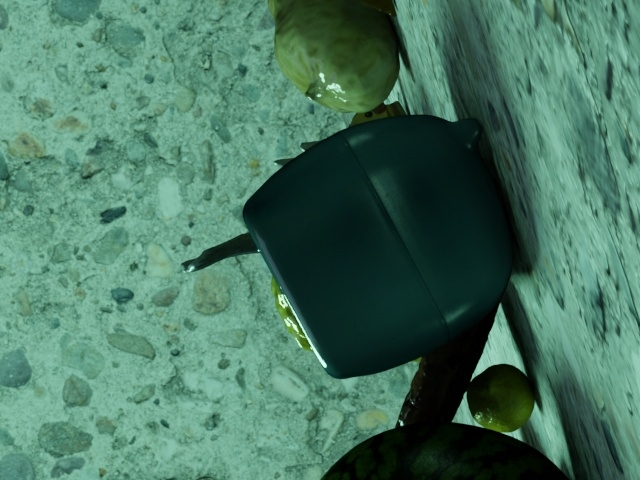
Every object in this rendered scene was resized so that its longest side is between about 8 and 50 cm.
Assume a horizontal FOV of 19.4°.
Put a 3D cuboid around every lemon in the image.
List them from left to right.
[{"bbox_3d":[0.169,0.148,1.757,0.092,0.065,0.065,55,-165,-61],"label":"lemon"}]

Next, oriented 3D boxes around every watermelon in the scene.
[{"bbox_3d":[0.106,0.297,1.590,0.285,0.285,0.285,162,90,-89],"label":"watermelon"}]

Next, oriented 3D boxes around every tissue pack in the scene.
[{"bbox_3d":[0.058,-0.001,1.561,0.198,0.206,0.287,63,-179,2],"label":"tissue pack"}]

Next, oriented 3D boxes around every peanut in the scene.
[{"bbox_3d":[0.011,-0.223,2.006,0.224,0.129,0.129,-107,0,-46],"label":"peanut"}]

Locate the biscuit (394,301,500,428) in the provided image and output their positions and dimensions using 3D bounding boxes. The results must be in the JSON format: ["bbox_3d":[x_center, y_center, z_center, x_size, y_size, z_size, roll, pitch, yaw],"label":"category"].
[{"bbox_3d":[0.115,0.123,1.745,0.049,0.192,0.192,26,166,13],"label":"biscuit"}]

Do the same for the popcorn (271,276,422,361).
[{"bbox_3d":[0.055,0.035,1.932,0.169,0.218,0.189,161,107,-64],"label":"popcorn"}]

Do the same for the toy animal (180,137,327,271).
[{"bbox_3d":[0.010,-0.027,2.074,0.081,0.367,0.206,-45,44,45],"label":"toy animal"}]

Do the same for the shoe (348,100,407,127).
[{"bbox_3d":[0.078,-0.107,2.148,0.072,0.069,0.109,63,179,44],"label":"shoe"}]

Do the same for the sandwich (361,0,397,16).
[{"bbox_3d":[0.048,-0.260,1.858,0.083,0.044,0.031,26,-157,-18],"label":"sandwich"}]
